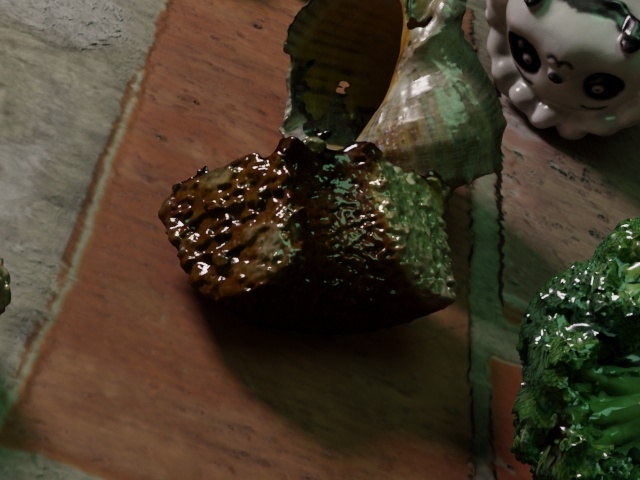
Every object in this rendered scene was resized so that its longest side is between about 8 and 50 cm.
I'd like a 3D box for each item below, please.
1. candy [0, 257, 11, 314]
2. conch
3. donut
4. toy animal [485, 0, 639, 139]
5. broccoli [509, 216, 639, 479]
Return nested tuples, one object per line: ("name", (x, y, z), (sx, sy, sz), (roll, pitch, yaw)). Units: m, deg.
("candy", (-0.243, 0.024, 0.902), (0.095, 0.085, 0.110), (42, 26, 30))
("conch", (0.058, -0.124, 1.226), (0.178, 0.245, 0.163), (1, 3, -6))
("donut", (0.004, 0.006, 1.077), (0.186, 0.144, 0.126), (29, 33, -44))
("toy animal", (0.253, -0.188, 1.463), (0.208, 0.156, 0.204), (27, 35, 13))
("broccoli", (0.257, 0.107, 0.997), (0.270, 0.270, 0.270), (9, 75, -37))
